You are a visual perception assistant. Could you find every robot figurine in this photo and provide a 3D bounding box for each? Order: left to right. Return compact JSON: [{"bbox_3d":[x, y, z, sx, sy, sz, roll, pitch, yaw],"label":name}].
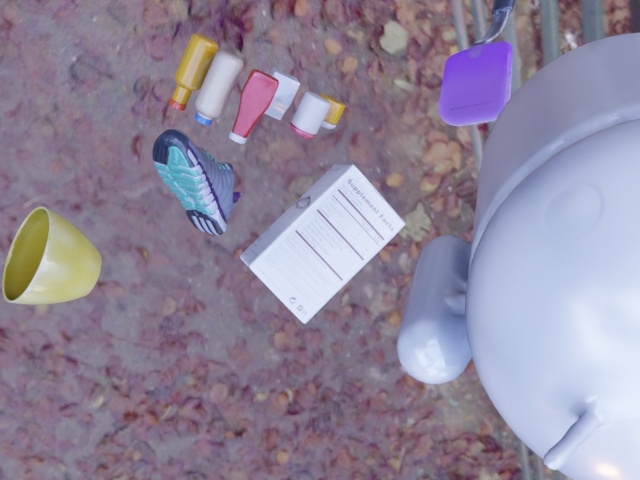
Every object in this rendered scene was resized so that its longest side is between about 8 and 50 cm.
[{"bbox_3d":[0.187,0.002,0.434,0.300,0.353,0.200,-22,108,23],"label":"robot figurine"}]

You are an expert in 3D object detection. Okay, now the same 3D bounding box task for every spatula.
[{"bbox_3d":[0.196,-0.247,0.874,0.084,0.296,0.030,-5,140,37],"label":"spatula"}]

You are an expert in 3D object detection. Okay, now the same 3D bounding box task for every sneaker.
[{"bbox_3d":[-0.182,-0.108,1.179,0.083,0.098,0.224,18,150,22],"label":"sneaker"}]

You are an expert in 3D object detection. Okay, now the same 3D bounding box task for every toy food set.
[{"bbox_3d":[-0.086,-0.182,1.061,0.232,0.111,0.104,22,108,-18],"label":"toy food set"}]

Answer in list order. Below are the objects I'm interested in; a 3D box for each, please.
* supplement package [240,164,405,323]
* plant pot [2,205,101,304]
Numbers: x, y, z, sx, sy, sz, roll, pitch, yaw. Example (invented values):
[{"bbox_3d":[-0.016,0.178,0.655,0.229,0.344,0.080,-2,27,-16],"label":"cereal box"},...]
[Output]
[{"bbox_3d":[0.000,0.000,0.991,0.179,0.105,0.105,-44,102,-5],"label":"supplement package"},{"bbox_3d":[-0.358,0.032,1.060,0.095,0.134,0.134,23,113,-37],"label":"plant pot"}]
